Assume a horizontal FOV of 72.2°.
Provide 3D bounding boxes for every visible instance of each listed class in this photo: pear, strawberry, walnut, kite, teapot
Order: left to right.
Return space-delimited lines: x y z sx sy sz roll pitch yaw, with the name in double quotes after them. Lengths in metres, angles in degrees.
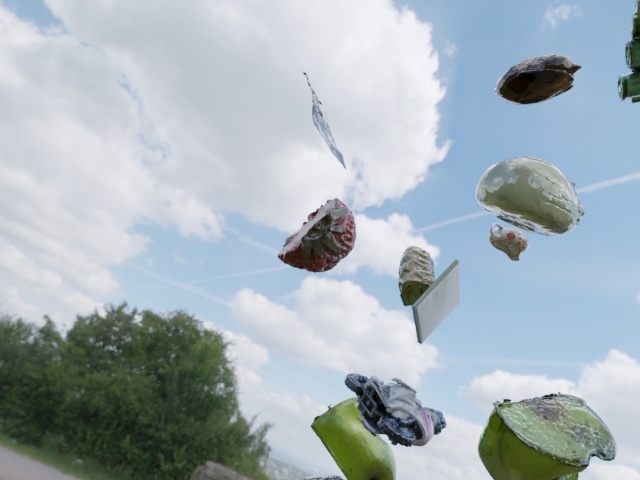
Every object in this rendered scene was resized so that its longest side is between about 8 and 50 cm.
0.000 0.000 1.396 0.149 0.265 0.336 43 -8 -12 "strawberry"
0.002 -0.361 1.269 0.022 0.360 0.204 -27 -40 14 "kite"
0.127 0.652 1.371 0.282 0.176 0.286 50 -11 31 "pear"
0.785 -0.005 1.849 0.246 0.116 0.159 28 -4 -25 "teapot"
0.438 0.458 0.911 0.238 0.164 0.255 3 -58 -23 "pear"
0.637 -0.477 1.303 0.137 0.137 0.245 39 -26 -29 "walnut"

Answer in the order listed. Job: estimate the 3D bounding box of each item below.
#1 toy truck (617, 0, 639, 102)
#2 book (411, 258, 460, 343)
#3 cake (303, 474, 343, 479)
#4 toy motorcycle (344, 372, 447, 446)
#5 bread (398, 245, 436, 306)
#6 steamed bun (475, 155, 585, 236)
0.555 -0.367 0.712 0.128 0.135 0.259 -8 -40 27 "toy truck"
0.367 0.199 1.378 0.025 0.215 0.282 37 -18 33 "book"
0.016 0.812 1.355 0.135 0.134 0.147 1 -13 -13 "cake"
0.172 0.367 0.940 0.204 0.108 0.239 20 20 -22 "toy motorcycle"
0.351 0.124 1.598 0.130 0.267 0.152 -23 -66 22 "bread"
0.724 -0.172 1.528 0.312 0.233 0.334 24 3 -34 "steamed bun"
